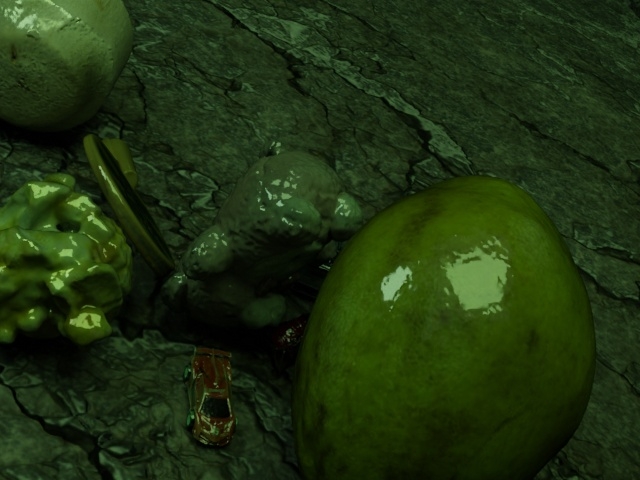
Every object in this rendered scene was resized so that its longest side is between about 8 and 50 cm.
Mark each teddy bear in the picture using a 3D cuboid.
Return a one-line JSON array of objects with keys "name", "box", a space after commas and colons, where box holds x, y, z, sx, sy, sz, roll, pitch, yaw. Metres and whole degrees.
[{"name": "teddy bear", "box": [-0.076, 0.011, 0.996, 0.236, 0.267, 0.151, -2, 46, -50]}]

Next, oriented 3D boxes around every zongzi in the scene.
[{"name": "zongzi", "box": [-0.045, 0.140, 1.056, 0.083, 0.067, 0.073, -6, 58, -11]}]

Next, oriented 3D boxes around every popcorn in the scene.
[{"name": "popcorn", "box": [-0.300, 0.037, 0.913, 0.185, 0.167, 0.187, 30, 41, -5]}]

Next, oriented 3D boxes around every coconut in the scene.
[{"name": "coconut", "box": [-0.398, -0.299, 1.186, 0.237, 0.237, 0.266, 16, 37, -15]}]

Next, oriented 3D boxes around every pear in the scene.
[{"name": "pear", "box": [0.137, 0.127, 0.913, 0.352, 0.352, 0.413, 30, 69, 4]}]

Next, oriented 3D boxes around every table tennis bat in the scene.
[{"name": "table tennis bat", "box": [-0.261, -0.067, 1.073, 0.050, 0.198, 0.321, -30, 31, -4]}]

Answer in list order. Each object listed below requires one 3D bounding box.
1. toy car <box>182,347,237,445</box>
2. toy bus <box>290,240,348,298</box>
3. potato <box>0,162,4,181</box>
[{"name": "toy car", "box": [-0.128, 0.183, 0.955, 0.059, 0.035, 0.122, 13, 38, -24]}, {"name": "toy bus", "box": [0.000, 0.000, 1.200, 0.087, 0.089, 0.194, 22, 38, -10]}, {"name": "potato", "box": [-0.481, -0.064, 1.011, 0.172, 0.089, 0.100, 19, 47, -66]}]
